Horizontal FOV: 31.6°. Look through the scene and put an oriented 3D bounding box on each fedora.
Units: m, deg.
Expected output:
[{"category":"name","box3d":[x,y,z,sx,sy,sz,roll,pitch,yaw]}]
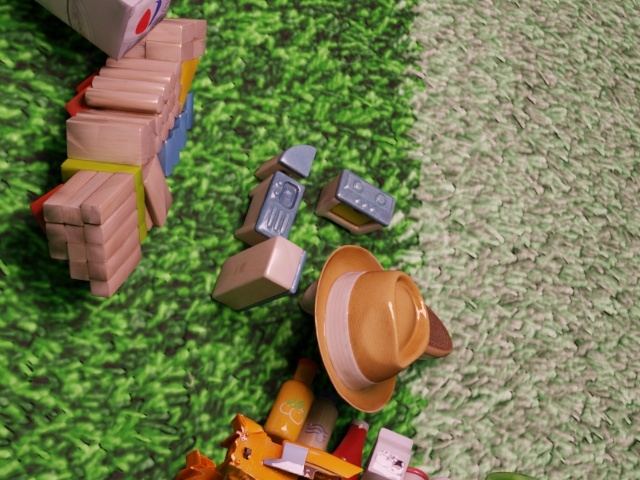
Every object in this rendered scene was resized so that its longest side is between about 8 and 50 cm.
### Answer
[{"category":"fedora","box3d":[0.068,0.094,1.256,0.194,0.079,0.194,27,56,-50]}]

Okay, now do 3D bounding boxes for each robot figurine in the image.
[{"category":"robot figurine","box3d":[0.002,0.290,1.194,0.291,0.211,0.085,28,47,-20]}]

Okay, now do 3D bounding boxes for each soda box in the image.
[{"category":"soda box","box3d":[-0.289,-0.319,1.178,0.286,0.098,0.091,37,57,1]}]

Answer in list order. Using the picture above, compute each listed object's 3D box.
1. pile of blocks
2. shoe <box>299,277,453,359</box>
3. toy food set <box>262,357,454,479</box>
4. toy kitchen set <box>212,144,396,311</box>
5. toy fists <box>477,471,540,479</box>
[{"category":"pile of blocks","box3d":[-0.223,-0.104,1.225,0.113,0.149,0.362,8,54,13]},{"category":"shoe","box3d":[0.070,0.097,1.385,0.219,0.058,0.076,26,43,-30]},{"category":"toy food set","box3d":[0.053,0.233,1.286,0.232,0.111,0.104,22,56,2]},{"category":"toy kitchen set","box3d":[0.000,0.000,1.317,0.166,0.122,0.207,30,62,-24]},{"category":"toy fists","box3d":[0.193,0.361,1.363,0.279,0.096,0.142,-7,80,-34]}]
